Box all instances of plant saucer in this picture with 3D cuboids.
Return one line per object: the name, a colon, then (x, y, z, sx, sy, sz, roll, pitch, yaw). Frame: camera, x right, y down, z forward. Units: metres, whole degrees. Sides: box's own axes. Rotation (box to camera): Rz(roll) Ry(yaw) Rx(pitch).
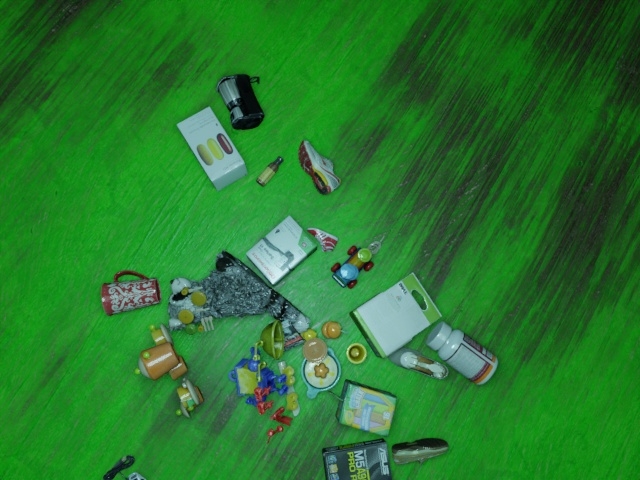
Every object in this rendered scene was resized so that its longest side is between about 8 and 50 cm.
plant saucer: (-0.018, 0.366, 1.516, 0.083, 0.013, 0.084, -3, 64, 6)

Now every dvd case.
dvd case: (-0.116, 0.318, 1.510, 0.087, 0.013, 0.119, -27, 127, 11)

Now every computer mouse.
computer mouse: (-0.596, 0.789, 1.461, 0.193, 0.042, 0.106, 43, 75, 10)

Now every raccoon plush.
raccoon plush: (-0.292, 0.248, 1.499, 0.446, 0.216, 0.299, 39, 87, 7)

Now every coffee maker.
coffee maker: (-0.275, -0.515, 1.683, 0.171, 0.120, 0.178, -23, 82, -8)

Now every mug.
mug: (-0.638, 0.167, 1.540, 0.169, 0.113, 0.150, -9, 82, -8)

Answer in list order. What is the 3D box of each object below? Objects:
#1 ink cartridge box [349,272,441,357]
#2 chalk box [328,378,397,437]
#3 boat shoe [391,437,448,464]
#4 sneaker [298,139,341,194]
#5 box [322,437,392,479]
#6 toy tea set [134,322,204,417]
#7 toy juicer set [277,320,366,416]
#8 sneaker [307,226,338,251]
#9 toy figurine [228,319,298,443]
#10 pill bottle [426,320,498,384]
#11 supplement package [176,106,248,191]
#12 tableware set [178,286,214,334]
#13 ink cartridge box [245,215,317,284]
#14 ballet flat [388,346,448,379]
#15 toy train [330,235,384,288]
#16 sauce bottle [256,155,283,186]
ink cartridge box: (0.259, 0.260, 1.583, 0.255, 0.097, 0.189, -31, 82, -11)
chalk box: (0.126, 0.544, 1.503, 0.212, 0.132, 0.132, 16, 79, 1)
boat shoe: (0.335, 0.713, 1.524, 0.189, 0.068, 0.072, -8, 92, 5)
sneaker: (-0.007, -0.275, 1.683, 0.092, 0.088, 0.225, -27, 82, -28)
box: (0.129, 0.810, 1.489, 0.216, 0.060, 0.270, -7, 80, -4)
toy tea set: (-0.475, 0.434, 1.419, 0.124, 0.200, 0.336, -26, 108, -16)
toy juicer set: (-0.023, 0.410, 1.540, 0.329, 0.089, 0.209, -38, 84, -9)
sneaker: (0.000, 0.000, 1.642, 0.118, 0.042, 0.067, 22, 76, -1)
toy figurine: (-0.224, 0.434, 1.458, 0.217, 0.191, 0.363, 2, 106, 29)
pill bottle: (0.481, 0.382, 1.559, 0.221, 0.121, 0.121, 36, 79, 4)
supplement package: (-0.382, -0.323, 1.632, 0.139, 0.134, 0.244, -32, 83, -8)
tableware set: (-0.391, 0.216, 1.408, 0.103, 0.024, 0.154, -13, 103, 3)
ink cartridge box: (-0.137, 0.040, 1.603, 0.208, 0.087, 0.153, -42, 84, -9)
ballet flat: (0.341, 0.421, 1.571, 0.213, 0.068, 0.072, 20, 79, 1)
toy train: (0.149, 0.053, 1.589, 0.105, 0.143, 0.248, 44, 80, 5)
sauce bottle: (-0.184, -0.256, 1.680, 0.042, 0.042, 0.128, 39, 78, 4)
